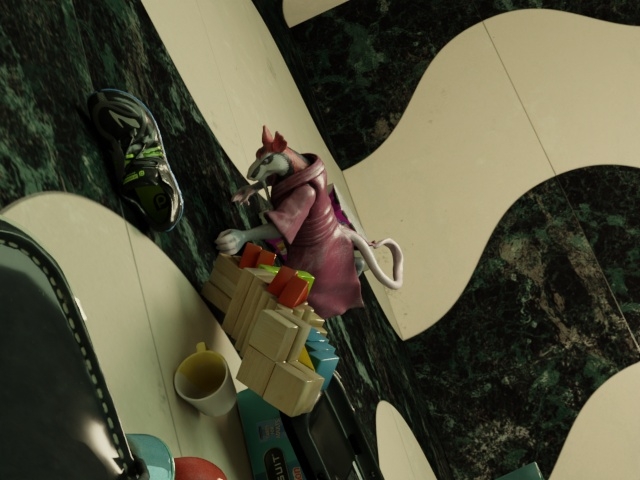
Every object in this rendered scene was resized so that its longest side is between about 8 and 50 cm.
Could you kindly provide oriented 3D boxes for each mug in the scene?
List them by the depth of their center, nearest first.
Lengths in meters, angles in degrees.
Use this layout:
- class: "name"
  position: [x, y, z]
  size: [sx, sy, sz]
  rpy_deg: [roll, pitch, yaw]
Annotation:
- class: "mug"
  position: [-0.120, 0.160, 1.021]
  size: [0.064, 0.062, 0.078]
  rpy_deg: [68, 38, -50]

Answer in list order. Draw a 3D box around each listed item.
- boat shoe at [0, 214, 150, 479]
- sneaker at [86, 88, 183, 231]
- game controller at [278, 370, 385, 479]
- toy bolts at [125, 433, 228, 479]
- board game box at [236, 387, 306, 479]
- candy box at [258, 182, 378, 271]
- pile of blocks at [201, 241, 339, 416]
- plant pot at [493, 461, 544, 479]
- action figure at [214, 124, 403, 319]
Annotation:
- class: "boat shoe"
  position: [-0.141, 0.182, 0.456]
  size: [0.187, 0.156, 0.500]
  rpy_deg: [18, 45, -41]
- class: "sneaker"
  position: [-0.215, -0.094, 1.080]
  size: [0.078, 0.067, 0.188]
  rpy_deg: [-105, 172, -70]
- class: "game controller"
  position: [0.034, 0.305, 1.111]
  size: [0.319, 0.067, 0.166]
  rpy_deg: [66, 24, -3]
- class: "toy bolts"
  position: [-0.104, 0.211, 0.651]
  size: [0.158, 0.218, 0.228]
  rpy_deg: [49, 1, -44]
- class: "board game box"
  position: [0.006, 0.372, 1.176]
  size: [0.254, 0.079, 0.336]
  rpy_deg: [52, 18, -55]
- class: "candy box"
  position: [0.000, 0.000, 1.773]
  size: [0.233, 0.159, 0.071]
  rpy_deg: [55, 16, -54]
- class: "pile of blocks"
  position: [-0.037, 0.084, 1.093]
  size: [0.149, 0.112, 0.362]
  rpy_deg: [18, 12, -20]
- class: "plant pot"
  position: [0.226, 0.448, 1.242]
  size: [0.165, 0.234, 0.165]
  rpy_deg: [-87, 152, -66]
- class: "action figure"
  position: [-0.016, -0.023, 1.479]
  size: [0.248, 0.276, 0.370]
  rpy_deg: [-90, 170, -52]
